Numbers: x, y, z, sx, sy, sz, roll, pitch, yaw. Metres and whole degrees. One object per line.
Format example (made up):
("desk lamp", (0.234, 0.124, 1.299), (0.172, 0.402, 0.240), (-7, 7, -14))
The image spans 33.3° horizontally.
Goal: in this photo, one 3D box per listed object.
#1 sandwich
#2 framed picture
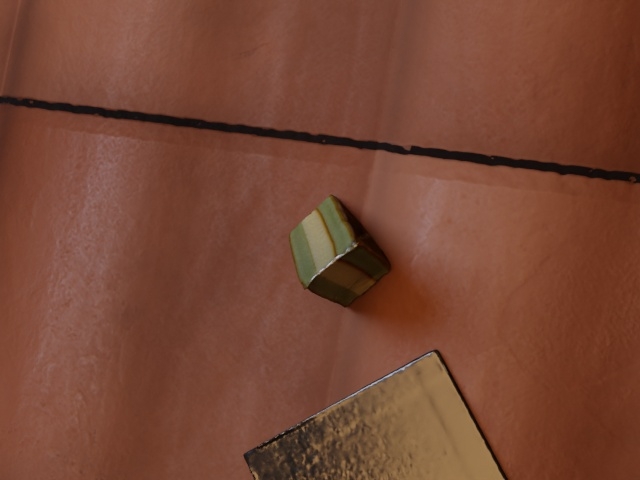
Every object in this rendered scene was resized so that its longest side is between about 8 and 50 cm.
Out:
("sandwich", (0.000, 0.000, 1.145), (0.079, 0.163, 0.113), (-41, 72, 7))
("framed picture", (0.095, 0.323, 1.150), (0.255, 0.014, 0.338), (-31, 74, 11))
